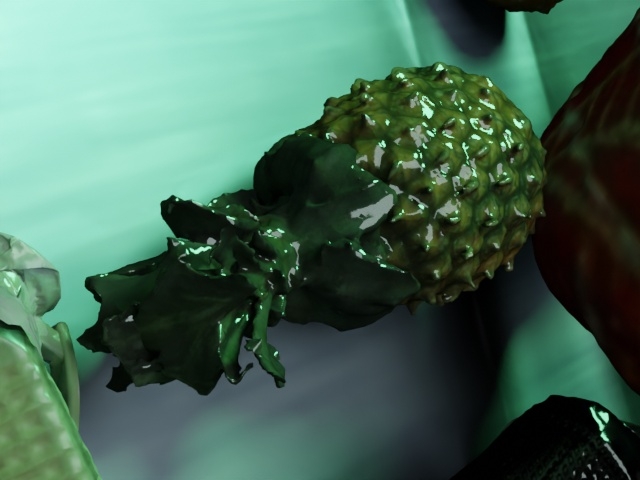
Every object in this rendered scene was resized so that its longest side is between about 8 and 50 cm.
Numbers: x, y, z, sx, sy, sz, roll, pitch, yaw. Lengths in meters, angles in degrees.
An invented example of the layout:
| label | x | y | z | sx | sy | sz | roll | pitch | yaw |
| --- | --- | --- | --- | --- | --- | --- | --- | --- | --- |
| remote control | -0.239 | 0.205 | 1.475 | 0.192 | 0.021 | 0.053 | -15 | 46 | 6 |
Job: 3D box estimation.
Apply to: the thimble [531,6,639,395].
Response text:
| label | x | y | z | sx | sy | sz | roll | pitch | yaw |
| --- | --- | --- | --- | --- | --- | --- | --- | --- | --- |
| thimble | 0.290 | -0.014 | 0.745 | 0.350 | 0.230 | 0.350 | 28 | 28 | -16 |

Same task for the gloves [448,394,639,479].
| label | x | y | z | sx | sy | sz | roll | pitch | yaw |
| --- | --- | --- | --- | --- | --- | --- | --- | --- | --- |
| gloves | 0.077 | 0.218 | 0.579 | 0.197 | 0.152 | 0.301 | 40 | 54 | 0 |

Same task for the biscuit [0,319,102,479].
| label | x | y | z | sx | sy | sz | roll | pitch | yaw |
| --- | --- | --- | --- | --- | --- | --- | --- | --- | --- |
| biscuit | -0.132 | 0.113 | 0.444 | 0.150 | 0.052 | 0.252 | -28 | 96 | -14 |

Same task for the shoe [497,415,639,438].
| label | x | y | z | sx | sy | sz | roll | pitch | yaw |
| --- | --- | --- | --- | --- | --- | --- | --- | --- | --- |
| shoe | 0.191 | 0.132 | 0.761 | 0.228 | 0.099 | 0.125 | 32 | 35 | -16 |

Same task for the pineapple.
| label | x | y | z | sx | sy | sz | roll | pitch | yaw |
| --- | --- | --- | --- | --- | --- | --- | --- | --- | --- |
| pineapple | 0.000 | 0.000 | 0.608 | 0.251 | 0.125 | 0.125 | -31 | 97 | -51 |

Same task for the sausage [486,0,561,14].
| label | x | y | z | sx | sy | sz | roll | pitch | yaw |
| --- | --- | --- | --- | --- | --- | --- | --- | --- | --- |
| sausage | 0.083 | -0.214 | 0.800 | 0.076 | 0.076 | 0.197 | -42 | 107 | -44 |

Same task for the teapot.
| label | x | y | z | sx | sy | sz | roll | pitch | yaw |
| --- | --- | --- | --- | --- | --- | --- | --- | --- | --- |
| teapot | -0.119 | 0.038 | 0.517 | 0.083 | 0.064 | 0.064 | 37 | 44 | -24 |
